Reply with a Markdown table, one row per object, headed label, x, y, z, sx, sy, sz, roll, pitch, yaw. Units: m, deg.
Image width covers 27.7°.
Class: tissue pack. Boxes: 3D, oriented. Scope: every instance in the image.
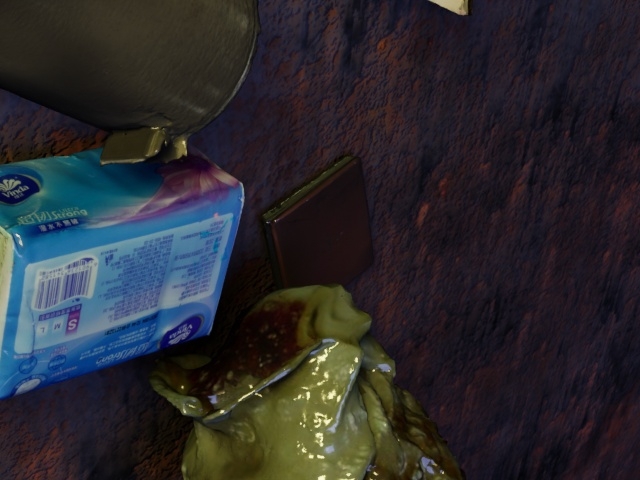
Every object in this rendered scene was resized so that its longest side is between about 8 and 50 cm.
| label | x | y | z | sx | sy | sz | roll | pitch | yaw |
| --- | --- | --- | --- | --- | --- | --- | --- | --- | --- |
| tissue pack | -0.228 | 0.018 | 1.257 | 0.263 | 0.146 | 0.198 | -17 | 135 | -41 |

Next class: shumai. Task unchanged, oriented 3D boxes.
| label | x | y | z | sx | sy | sz | roll | pitch | yaw |
| --- | --- | --- | --- | --- | --- | --- | --- | --- | --- |
| shumai | -0.011 | 0.221 | 1.562 | 0.395 | 0.395 | 0.348 | -25 | 118 | -33 |

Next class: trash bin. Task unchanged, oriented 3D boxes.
| label | x | y | z | sx | sy | sz | roll | pitch | yaw |
| --- | --- | --- | --- | --- | --- | --- | --- | --- | --- |
| trash bin | -0.208 | -0.209 | 1.023 | 0.301 | 0.203 | 0.252 | 23 | 70 | -56 |

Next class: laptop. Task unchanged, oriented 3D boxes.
| label | x | y | z | sx | sy | sz | roll | pitch | yaw |
| --- | --- | --- | --- | --- | --- | --- | --- | --- | --- |
| laptop | 0.000 | 0.000 | 1.618 | 0.154 | 0.026 | 0.207 | -38 | 145 | -22 |

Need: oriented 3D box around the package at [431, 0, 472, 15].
| label | x | y | z | sx | sy | sz | roll | pitch | yaw |
| --- | --- | --- | --- | --- | --- | --- | --- | --- | --- |
| package | 0.107 | -0.411 | 1.253 | 0.165 | 0.221 | 0.311 | 12 | 130 | -8 |
